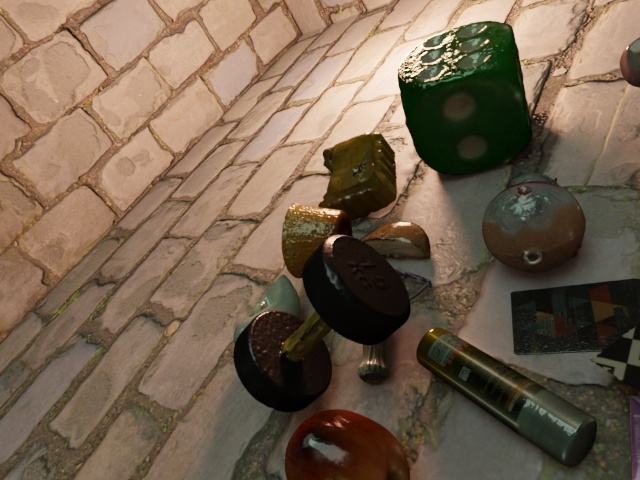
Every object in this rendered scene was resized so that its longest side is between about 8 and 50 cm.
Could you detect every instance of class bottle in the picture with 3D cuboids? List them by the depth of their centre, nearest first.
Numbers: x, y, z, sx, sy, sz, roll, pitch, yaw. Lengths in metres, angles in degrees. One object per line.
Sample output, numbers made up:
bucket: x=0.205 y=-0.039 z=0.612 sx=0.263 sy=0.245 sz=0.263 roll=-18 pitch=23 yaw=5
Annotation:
bottle: x=0.282 y=0.237 z=0.716 sx=0.082 sy=0.082 sz=0.286 roll=-44 pitch=34 yaw=-13

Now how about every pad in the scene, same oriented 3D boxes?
pad: x=0.444 y=0.132 z=0.773 sx=0.211 sy=0.003 sz=0.143 roll=-12 pitch=41 yaw=30

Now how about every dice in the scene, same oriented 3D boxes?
dice: x=0.382 y=-0.371 z=1.173 sx=0.287 sy=0.300 sz=0.297 roll=-9 pitch=42 yaw=30

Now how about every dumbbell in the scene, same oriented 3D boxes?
dumbbell: x=-0.004 y=0.162 z=0.845 sx=0.322 sy=0.203 sz=0.204 roll=-48 pitch=26 yaw=29

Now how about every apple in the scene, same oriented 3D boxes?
apple: x=0.045 y=0.361 z=0.697 sx=0.199 sy=0.199 sz=0.199 roll=-23 pitch=36 yaw=18

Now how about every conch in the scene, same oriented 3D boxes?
conch: x=-0.128 y=0.188 z=1.093 sx=0.184 sy=0.121 sz=0.221 roll=-9 pitch=35 yaw=39

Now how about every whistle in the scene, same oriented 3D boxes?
whistle: x=0.425 y=-0.071 z=0.902 sx=0.189 sy=0.189 sz=0.348 roll=-11 pitch=30 yaw=31

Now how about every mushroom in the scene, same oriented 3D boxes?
mushroom: x=0.178 y=-0.003 z=1.106 sx=0.209 sy=0.072 sz=0.094 roll=1 pitch=39 yaw=42

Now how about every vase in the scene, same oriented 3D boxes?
vase: x=0.109 y=0.212 z=0.904 sx=0.081 sy=0.081 sz=0.149 roll=-17 pitch=41 yaw=26

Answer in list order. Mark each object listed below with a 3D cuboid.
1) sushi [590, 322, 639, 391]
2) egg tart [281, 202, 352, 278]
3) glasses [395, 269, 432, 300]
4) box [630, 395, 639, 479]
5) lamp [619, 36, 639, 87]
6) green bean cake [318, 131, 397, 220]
sushi: x=0.561 y=0.188 z=0.566 sx=0.264 sy=0.050 sz=0.290 roll=-28 pitch=30 yaw=-15
egg tart: x=0.000 y=0.000 z=1.171 sx=0.147 sy=0.203 sz=0.203 roll=-1 pitch=45 yaw=20
glasses: x=0.174 y=0.121 z=1.000 sx=0.139 sy=0.062 sz=0.104 roll=8 pitch=75 yaw=45
box: x=0.428 y=0.268 z=0.581 sx=0.036 sy=0.051 sz=0.117 roll=-3 pitch=47 yaw=36
lamp: x=0.706 y=-0.268 z=0.808 sx=0.247 sy=0.301 sz=0.247 roll=-38 pitch=-10 yaw=27
green bean cake: x=0.098 y=-0.189 z=1.306 sx=0.232 sy=0.124 sz=0.236 roll=-18 pitch=52 yaw=29
